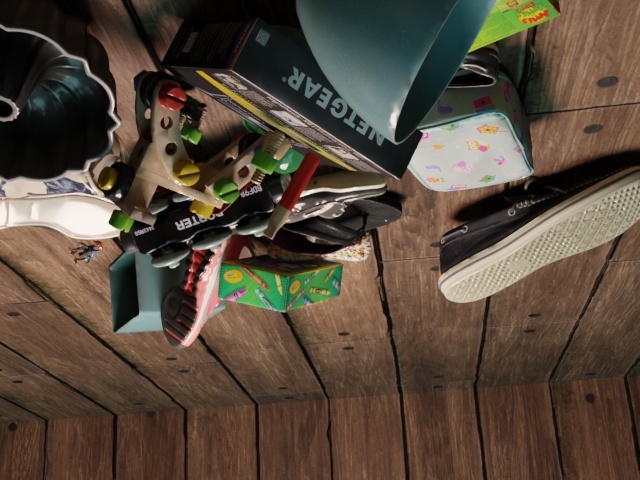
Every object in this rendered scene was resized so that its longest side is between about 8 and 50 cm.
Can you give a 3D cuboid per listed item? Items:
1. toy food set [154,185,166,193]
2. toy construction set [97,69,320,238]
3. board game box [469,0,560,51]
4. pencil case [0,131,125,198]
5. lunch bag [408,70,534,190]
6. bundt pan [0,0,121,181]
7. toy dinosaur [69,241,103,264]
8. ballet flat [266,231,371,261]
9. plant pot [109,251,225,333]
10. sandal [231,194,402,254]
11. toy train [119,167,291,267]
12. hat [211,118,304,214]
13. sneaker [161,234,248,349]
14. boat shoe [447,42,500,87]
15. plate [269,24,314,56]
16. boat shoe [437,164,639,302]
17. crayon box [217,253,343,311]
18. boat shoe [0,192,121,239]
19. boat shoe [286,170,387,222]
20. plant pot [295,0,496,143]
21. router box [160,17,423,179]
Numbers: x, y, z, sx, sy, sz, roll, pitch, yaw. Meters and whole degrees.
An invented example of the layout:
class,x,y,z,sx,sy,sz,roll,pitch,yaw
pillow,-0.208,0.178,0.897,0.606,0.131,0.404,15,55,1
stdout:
class,x,y,z,sx,sy,sz,roll,pitch,yaw
toy food set,-0.328,-0.106,1.860,0.082,0.020,0.083,12,154,-33
toy construction set,-0.184,-0.087,1.441,0.309,0.237,0.257,28,178,26
board game box,0.237,-0.325,1.362,0.181,0.043,0.092,-18,154,33
pencil case,-0.543,-0.131,1.574,0.410,0.160,0.183,-6,-177,7
lunch bag,0.235,-0.183,1.629,0.224,0.108,0.279,-8,157,22
bundt pan,-0.441,-0.230,1.348,0.331,0.124,0.331,1,144,0
toy dinosaur,-0.524,0.022,2.158,0.082,0.047,0.090,-16,-170,8
ballet flat,0.000,0.000,2.116,0.241,0.091,0.077,0,128,-18
plant pot,-0.352,0.119,2.243,0.234,0.165,0.166,4,158,-32
sandal,-0.049,-0.024,1.977,0.445,0.107,0.167,-2,159,-8
toy train,-0.208,-0.062,1.774,0.334,0.142,0.190,-19,-164,11
hat,-0.051,-0.129,1.621,0.208,0.183,0.173,-17,153,32
sneaker,-0.242,0.105,2.099,0.136,0.116,0.314,5,114,-47
boat shoe,0.176,-0.262,1.479,0.206,0.065,0.075,-5,158,6
plate,-0.077,-0.271,1.480,0.188,0.024,0.188,-3,158,-1
boat shoe,0.450,-0.039,1.968,0.500,0.156,0.187,-30,143,27
crayon box,-0.083,0.087,2.101,0.165,0.081,0.278,11,-171,25
boat shoe,-0.534,-0.073,1.850,0.335,0.095,0.112,3,122,-25
boat shoe,0.021,-0.084,1.847,0.233,0.084,0.079,-10,117,16
plant pot,0.086,-0.294,1.178,0.195,0.290,0.290,33,160,9
router box,-0.043,-0.201,1.355,0.309,0.081,0.243,30,174,-33
